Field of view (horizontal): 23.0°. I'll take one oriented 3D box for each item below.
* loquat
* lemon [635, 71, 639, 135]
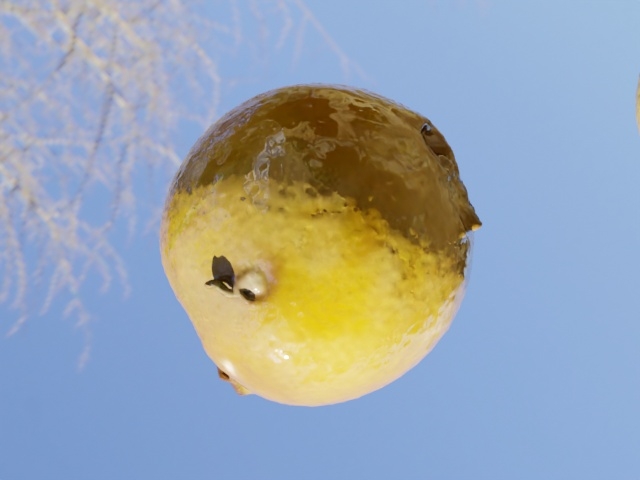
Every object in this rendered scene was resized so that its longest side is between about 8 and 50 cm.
[{"bbox_3d":[0.000,0.000,0.678,0.141,0.141,0.141,29,-137,-31],"label":"loquat"},{"bbox_3d":[0.390,-0.129,1.466,0.187,0.244,0.186,2,-98,-12],"label":"lemon"}]
